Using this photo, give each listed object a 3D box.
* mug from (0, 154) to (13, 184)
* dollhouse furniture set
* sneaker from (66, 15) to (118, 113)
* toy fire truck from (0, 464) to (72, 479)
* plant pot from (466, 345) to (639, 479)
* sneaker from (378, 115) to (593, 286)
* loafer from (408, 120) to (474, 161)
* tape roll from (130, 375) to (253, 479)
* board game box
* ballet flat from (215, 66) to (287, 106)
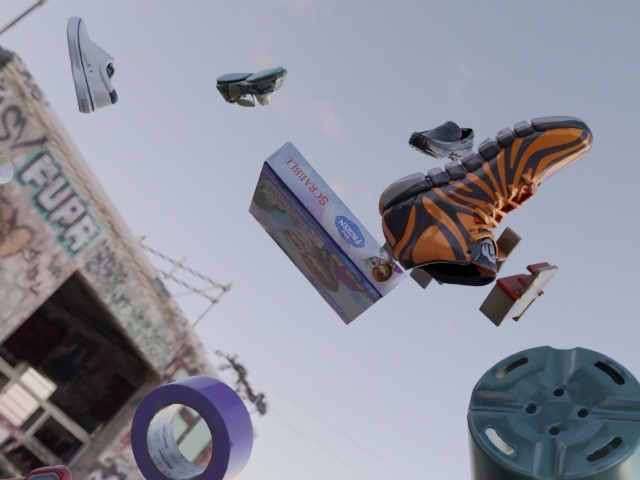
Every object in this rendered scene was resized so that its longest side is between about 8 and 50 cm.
[{"bbox_3d":[-0.633,-0.134,1.714,0.078,0.062,0.064,39,9,-12],"label":"mug"},{"bbox_3d":[0.292,0.021,1.640,0.259,0.262,0.135,46,-58,28],"label":"dollhouse furniture set"},{"bbox_3d":[-0.479,-0.371,1.889,0.094,0.091,0.258,104,-27,-57],"label":"sneaker"},{"bbox_3d":[-0.542,0.560,1.566,0.254,0.302,0.169,-10,-9,8],"label":"toy fire truck"},{"bbox_3d":[0.369,0.361,1.359,0.341,0.341,0.334,19,-42,37],"label":"plant pot"},{"bbox_3d":[0.247,-0.039,1.251,0.321,0.180,0.124,-26,-37,16],"label":"sneaker"},{"bbox_3d":[0.252,-0.210,1.846,0.076,0.223,0.078,31,-72,30],"label":"loafer"},{"bbox_3d":[-0.210,0.320,1.463,0.189,0.189,0.080,30,15,20],"label":"tape roll"},{"bbox_3d":[0.000,0.000,1.693,0.318,0.066,0.318,49,-17,5],"label":"board game box"},{"bbox_3d":[-0.112,-0.267,1.575,0.188,0.070,0.070,9,-39,52],"label":"ballet flat"}]
